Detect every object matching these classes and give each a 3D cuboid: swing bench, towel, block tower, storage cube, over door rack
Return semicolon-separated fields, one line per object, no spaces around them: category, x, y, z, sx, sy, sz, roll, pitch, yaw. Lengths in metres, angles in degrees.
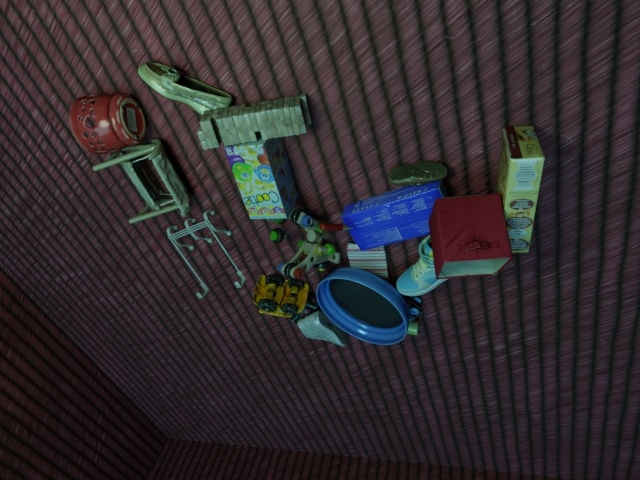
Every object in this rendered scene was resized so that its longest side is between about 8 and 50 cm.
swing bench;-0.616;-0.217;1.591;0.254;0.165;0.253;-7;127;17
towel;0.185;0.086;1.682;0.144;0.029;0.197;0;132;18
block tower;-0.199;-0.357;1.322;0.335;0.097;0.091;-9;130;5
storage cube;0.424;-0.008;1.271;0.183;0.193;0.215;-5;159;6
over door rack;-0.456;0.055;1.788;0.239;0.108;0.325;-18;101;30

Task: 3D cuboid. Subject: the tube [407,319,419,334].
tube;0.296;0.356;1.860;0.240;0.062;0.070;5;91;22

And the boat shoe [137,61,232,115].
boat shoe;-0.409;-0.474;1.346;0.285;0.105;0.089;25;129;-18

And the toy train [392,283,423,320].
toy train;0.317;0.246;1.743;0.184;0.080;0.105;35;138;-11

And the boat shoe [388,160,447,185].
boat shoe;0.306;-0.204;1.373;0.177;0.064;0.060;-3;159;22

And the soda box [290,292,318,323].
soda box;-0.069;0.302;1.926;0.053;0.060;0.169;27;133;-13

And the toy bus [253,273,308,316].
toy bus;-0.162;0.265;1.881;0.220;0.150;0.212;9;145;7

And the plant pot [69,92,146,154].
plant pot;-0.688;-0.388;1.451;0.173;0.191;0.191;-5;128;11

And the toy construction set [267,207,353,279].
toy construction set;0.000;0.000;1.567;0.237;0.258;0.308;-2;170;-41

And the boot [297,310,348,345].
boot;0.010;0.401;1.945;0.123;0.095;0.258;-24;129;28

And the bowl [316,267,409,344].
bowl;0.170;0.261;1.743;0.390;0.077;0.391;22;142;18

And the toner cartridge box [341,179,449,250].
toner cartridge box;0.260;-0.082;1.476;0.347;0.075;0.165;-15;125;29

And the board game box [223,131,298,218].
board game box;-0.189;-0.222;1.454;0.141;0.144;0.276;0;129;19

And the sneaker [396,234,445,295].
sneaker;0.359;0.075;1.508;0.319;0.127;0.208;-33;139;27

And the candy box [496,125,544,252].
candy box;0.558;-0.141;1.254;0.087;0.183;0.317;1;130;15
